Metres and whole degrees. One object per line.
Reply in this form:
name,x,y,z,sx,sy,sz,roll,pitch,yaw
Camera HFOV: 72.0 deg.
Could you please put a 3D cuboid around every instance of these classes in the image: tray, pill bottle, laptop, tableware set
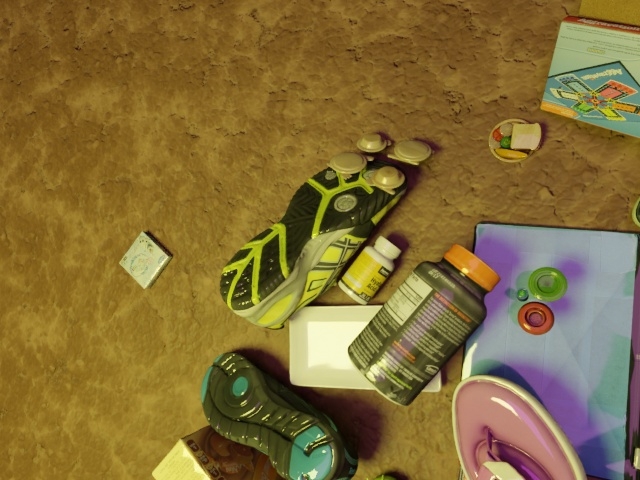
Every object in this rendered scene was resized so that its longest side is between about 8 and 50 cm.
tray,0.075,0.189,0.789,0.270,0.030,0.145,-3,84,17
pill bottle,0.090,0.051,0.781,0.065,0.065,0.116,38,96,18
laptop,0.413,0.163,0.586,0.236,0.408,0.382,7,86,-16
tableware set,0.105,-0.143,0.769,0.141,0.020,0.168,26,53,27
pill bottle,0.165,0.123,0.684,0.130,0.130,0.246,42,96,17

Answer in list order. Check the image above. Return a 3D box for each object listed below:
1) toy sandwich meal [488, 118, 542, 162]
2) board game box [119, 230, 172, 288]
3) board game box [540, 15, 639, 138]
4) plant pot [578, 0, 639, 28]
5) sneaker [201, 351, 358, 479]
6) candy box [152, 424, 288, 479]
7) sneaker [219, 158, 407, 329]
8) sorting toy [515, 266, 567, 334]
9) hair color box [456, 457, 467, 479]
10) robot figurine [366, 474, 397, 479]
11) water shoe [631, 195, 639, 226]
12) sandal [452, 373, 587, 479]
toy sandwich meal,0.331,-0.172,0.748,0.085,0.029,0.086,-2,83,17
board game box,-0.378,0.043,0.953,0.090,0.020,0.090,40,96,18
board game box,0.464,-0.214,0.616,0.027,0.145,0.281,-35,50,-25
plant pot,0.520,-0.338,0.621,0.254,0.237,0.237,22,91,32
sneaker,-0.084,0.317,0.775,0.340,0.139,0.125,24,76,40
candy box,-0.109,0.453,0.737,0.316,0.183,0.087,42,98,17
sneaker,0.000,0.000,0.788,0.384,0.147,0.145,-39,49,-8
sorting toy,0.324,0.090,0.655,0.061,0.042,0.102,21,86,30
hair color box,0.288,0.387,0.693,0.141,0.043,0.072,7,86,17
robot figurine,0.117,0.445,0.727,0.101,0.067,0.115,-40,73,41
water shoe,0.542,-0.107,0.648,0.073,0.080,0.203,25,92,18
sandal,0.282,0.395,0.594,0.169,0.102,0.416,-22,77,35
